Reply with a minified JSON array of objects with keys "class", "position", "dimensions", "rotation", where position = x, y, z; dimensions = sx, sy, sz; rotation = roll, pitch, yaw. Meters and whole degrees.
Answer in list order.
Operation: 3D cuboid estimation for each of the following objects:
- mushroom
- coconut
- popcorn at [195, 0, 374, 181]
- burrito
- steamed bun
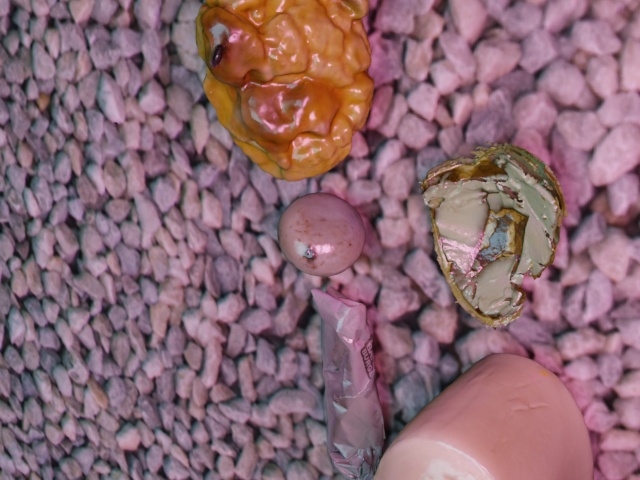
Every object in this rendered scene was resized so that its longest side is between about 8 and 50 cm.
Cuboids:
[{"class":"mushroom","position":[0.000,0.000,1.078],"dimensions":[0.085,0.085,0.079],"rotation":[41,155,18]},{"class":"coconut","position":[0.148,-0.017,0.964],"dimensions":[0.133,0.055,0.158],"rotation":[40,124,20]},{"class":"popcorn","position":[-0.031,-0.160,0.997],"dimensions":[0.140,0.163,0.194],"rotation":[18,151,51]},{"class":"burrito","position":[0.029,0.142,1.112],"dimensions":[0.064,0.064,0.203],"rotation":[3,106,36]},{"class":"steamed bun","position":[0.133,0.238,0.976],"dimensions":[0.155,0.200,0.250],"rotation":[27,124,26]}]
